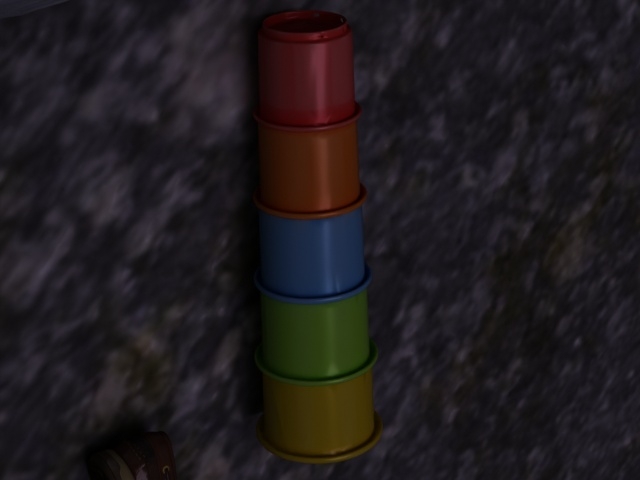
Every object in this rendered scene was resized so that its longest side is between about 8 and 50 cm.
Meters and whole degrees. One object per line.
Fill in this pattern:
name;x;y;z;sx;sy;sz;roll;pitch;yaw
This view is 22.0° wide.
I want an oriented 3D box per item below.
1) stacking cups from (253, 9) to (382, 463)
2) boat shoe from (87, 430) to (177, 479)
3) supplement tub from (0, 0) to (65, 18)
stacking cups;0.000;0.000;1.151;0.096;0.096;0.316;-17;121;-33
boat shoe;-0.111;0.213;1.183;0.060;0.064;0.178;-30;124;-23
supplement tub;-0.192;-0.290;0.781;0.207;0.207;0.338;-35;130;-22
